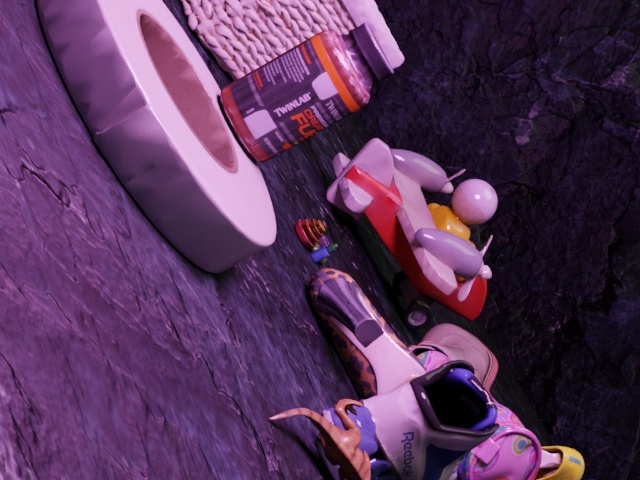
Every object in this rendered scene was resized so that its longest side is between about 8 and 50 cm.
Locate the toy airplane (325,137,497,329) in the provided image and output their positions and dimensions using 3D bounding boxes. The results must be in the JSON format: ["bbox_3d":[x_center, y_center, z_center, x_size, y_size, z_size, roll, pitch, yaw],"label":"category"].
[{"bbox_3d":[0.193,-0.048,2.533,0.386,0.272,0.384,64,10,16],"label":"toy airplane"}]

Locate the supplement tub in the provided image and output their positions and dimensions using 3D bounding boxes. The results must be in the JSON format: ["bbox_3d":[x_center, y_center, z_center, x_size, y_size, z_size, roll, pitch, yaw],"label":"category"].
[{"bbox_3d":[-0.014,-0.182,1.626,0.106,0.197,0.106,58,10,-16],"label":"supplement tub"}]

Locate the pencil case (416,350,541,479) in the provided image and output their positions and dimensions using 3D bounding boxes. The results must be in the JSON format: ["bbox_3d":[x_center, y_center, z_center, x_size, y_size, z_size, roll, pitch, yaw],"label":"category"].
[{"bbox_3d":[0.198,0.257,1.918,0.124,0.124,0.284,56,-6,-30],"label":"pencil case"}]

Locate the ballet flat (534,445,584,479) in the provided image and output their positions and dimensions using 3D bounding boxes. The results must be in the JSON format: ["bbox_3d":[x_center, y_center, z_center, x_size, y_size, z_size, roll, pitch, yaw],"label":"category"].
[{"bbox_3d":[0.280,0.338,2.038,0.077,0.231,0.077,37,50,-52],"label":"ballet flat"}]

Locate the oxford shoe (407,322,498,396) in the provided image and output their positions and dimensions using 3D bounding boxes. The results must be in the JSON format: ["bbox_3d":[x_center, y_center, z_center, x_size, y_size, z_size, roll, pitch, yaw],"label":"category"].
[{"bbox_3d":[0.209,0.211,2.287,0.146,0.140,0.397,51,10,-15],"label":"oxford shoe"}]

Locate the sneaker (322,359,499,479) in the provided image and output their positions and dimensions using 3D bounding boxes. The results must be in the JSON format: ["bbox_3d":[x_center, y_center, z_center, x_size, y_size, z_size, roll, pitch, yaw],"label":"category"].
[{"bbox_3d":[0.145,0.249,1.677,0.315,0.182,0.127,45,20,-58],"label":"sneaker"}]

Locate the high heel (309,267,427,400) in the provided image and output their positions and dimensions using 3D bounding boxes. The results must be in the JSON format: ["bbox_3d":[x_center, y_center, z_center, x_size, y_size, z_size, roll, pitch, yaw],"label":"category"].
[{"bbox_3d":[0.069,0.157,1.892,0.186,0.093,0.261,48,-14,55],"label":"high heel"}]

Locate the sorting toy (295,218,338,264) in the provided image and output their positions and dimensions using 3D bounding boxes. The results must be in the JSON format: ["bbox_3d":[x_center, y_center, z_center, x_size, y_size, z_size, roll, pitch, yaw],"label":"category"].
[{"bbox_3d":[0.000,0.000,2.070,0.102,0.042,0.061,46,17,-58],"label":"sorting toy"}]

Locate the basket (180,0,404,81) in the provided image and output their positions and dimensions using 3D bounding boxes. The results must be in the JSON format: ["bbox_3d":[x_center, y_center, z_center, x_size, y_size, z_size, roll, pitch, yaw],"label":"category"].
[{"bbox_3d":[-0.071,-0.423,2.260,0.331,0.266,0.328,47,17,-54],"label":"basket"}]

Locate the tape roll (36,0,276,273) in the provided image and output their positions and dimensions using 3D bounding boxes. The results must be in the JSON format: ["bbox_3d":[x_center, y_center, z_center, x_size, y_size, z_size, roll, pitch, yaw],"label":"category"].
[{"bbox_3d":[-0.174,-0.147,1.496,0.392,0.072,0.392,59,9,-15],"label":"tape roll"}]

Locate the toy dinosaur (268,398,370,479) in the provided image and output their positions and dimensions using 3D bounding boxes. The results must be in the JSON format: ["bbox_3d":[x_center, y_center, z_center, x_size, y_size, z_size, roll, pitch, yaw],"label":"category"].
[{"bbox_3d":[0.020,0.218,1.471,0.211,0.064,0.112,56,12,-27],"label":"toy dinosaur"}]
